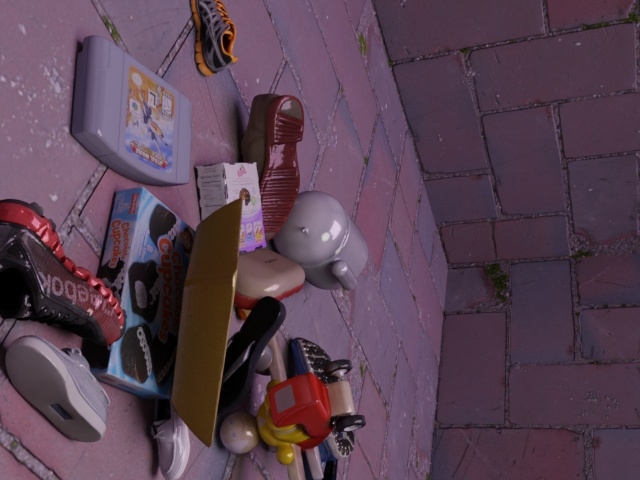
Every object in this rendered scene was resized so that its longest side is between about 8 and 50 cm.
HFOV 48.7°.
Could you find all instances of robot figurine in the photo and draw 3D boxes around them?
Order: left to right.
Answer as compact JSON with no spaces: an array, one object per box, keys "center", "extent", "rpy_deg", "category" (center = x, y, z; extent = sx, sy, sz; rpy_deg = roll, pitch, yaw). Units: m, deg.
[{"center":[0.000,0.000,1.840],"extent":[0.300,0.200,0.353],"rpy_deg":[51,1,32],"category":"robot figurine"}]

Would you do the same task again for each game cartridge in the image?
[{"center":[-0.320,-0.207,1.258],"extent":[0.297,0.062,0.198],"rpy_deg":[29,54,-66],"category":"game cartridge"}]

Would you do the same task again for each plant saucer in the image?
[{"center":[-0.199,0.126,1.240],"extent":[0.333,0.081,0.332],"rpy_deg":[-100,-160,-65],"category":"plant saucer"}]

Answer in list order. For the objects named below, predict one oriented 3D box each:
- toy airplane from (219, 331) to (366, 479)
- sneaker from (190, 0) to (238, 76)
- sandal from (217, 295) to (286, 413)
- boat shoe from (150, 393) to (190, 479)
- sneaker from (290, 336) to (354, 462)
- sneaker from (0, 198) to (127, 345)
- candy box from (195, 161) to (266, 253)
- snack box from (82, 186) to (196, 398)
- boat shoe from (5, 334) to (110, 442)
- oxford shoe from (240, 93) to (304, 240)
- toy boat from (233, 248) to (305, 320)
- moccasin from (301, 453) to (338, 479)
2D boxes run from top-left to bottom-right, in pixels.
[{"center":[-0.081,0.397,1.514],"extent":[0.386,0.272,0.384],"rpy_deg":[-137,-137,-68],"category":"toy airplane"},{"center":[-0.224,-0.465,1.531],"extent":[0.084,0.083,0.214],"rpy_deg":[-1,85,-68],"category":"sneaker"},{"center":[-0.163,0.223,1.426],"extent":[0.054,0.097,0.254],"rpy_deg":[34,81,-48],"category":"sandal"},{"center":[-0.269,0.326,1.251],"extent":[0.063,0.066,0.184],"rpy_deg":[26,62,-50],"category":"boat shoe"},{"center":[-0.032,0.399,1.782],"extent":[0.130,0.147,0.330],"rpy_deg":[31,37,-51],"category":"sneaker"},{"center":[-0.374,0.077,0.975],"extent":[0.135,0.098,0.276],"rpy_deg":[-76,148,-41],"category":"sneaker"},{"center":[-0.192,-0.070,1.535],"extent":[0.165,0.070,0.196],"rpy_deg":[-16,101,-69],"category":"candy box"},{"center":[-0.303,0.093,1.215],"extent":[0.187,0.060,0.322],"rpy_deg":[50,39,-59],"category":"snack box"},{"center":[-0.369,0.199,1.012],"extent":[0.081,0.079,0.227],"rpy_deg":[-86,164,-47],"category":"boat shoe"},{"center":[-0.127,-0.174,1.671],"extent":[0.123,0.130,0.348],"rpy_deg":[0,106,-48],"category":"oxford shoe"},{"center":[-0.140,0.113,1.574],"extent":[0.151,0.151,0.231],"rpy_deg":[-69,164,13],"category":"toy boat"},{"center":[0.004,0.632,1.811],"extent":[0.138,0.117,0.342],"rpy_deg":[14,72,-68],"category":"moccasin"}]
